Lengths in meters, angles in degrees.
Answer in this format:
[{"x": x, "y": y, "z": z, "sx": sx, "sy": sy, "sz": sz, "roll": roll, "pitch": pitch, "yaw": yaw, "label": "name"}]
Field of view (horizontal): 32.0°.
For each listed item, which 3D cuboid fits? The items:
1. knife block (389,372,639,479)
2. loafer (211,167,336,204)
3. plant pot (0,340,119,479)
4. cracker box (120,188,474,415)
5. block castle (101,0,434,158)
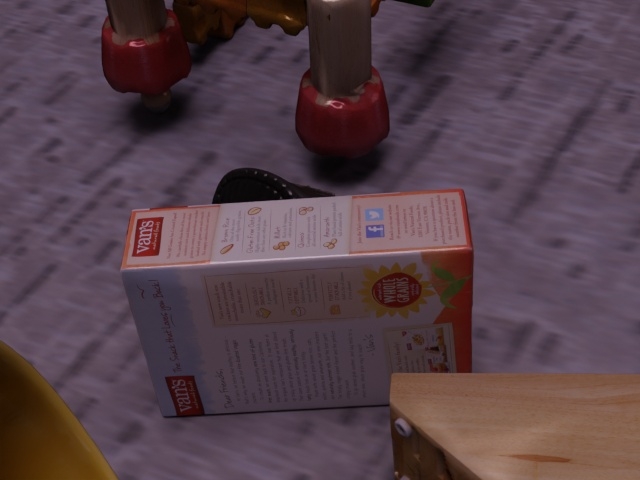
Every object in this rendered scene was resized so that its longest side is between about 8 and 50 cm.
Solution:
[{"x": 0.213, "y": 0.136, "z": 0.719, "sx": 0.242, "sy": 0.088, "sz": 0.276, "roll": -32, "pitch": 49, "yaw": -26, "label": "knife block"}, {"x": 0.000, "y": 0.000, "z": 0.911, "sx": 0.220, "sy": 0.080, "sz": 0.078, "roll": 22, "pitch": 6, "yaw": 36, "label": "loafer"}, {"x": -0.223, "y": 0.214, "z": 0.592, "sx": 0.239, "sy": 0.254, "sz": 0.254, "roll": -30, "pitch": 46, "yaw": -3, "label": "plant pot"}, {"x": -0.011, "y": 0.047, "z": 0.790, "sx": 0.232, "sy": 0.155, "sz": 0.067, "roll": -4, "pitch": 43, "yaw": 3, "label": "cracker box"}, {"x": 0.002, "y": -0.288, "z": 1.112, "sx": 0.303, "sy": 0.212, "sz": 0.453, "roll": 18, "pitch": 50, "yaw": 19, "label": "block castle"}]
